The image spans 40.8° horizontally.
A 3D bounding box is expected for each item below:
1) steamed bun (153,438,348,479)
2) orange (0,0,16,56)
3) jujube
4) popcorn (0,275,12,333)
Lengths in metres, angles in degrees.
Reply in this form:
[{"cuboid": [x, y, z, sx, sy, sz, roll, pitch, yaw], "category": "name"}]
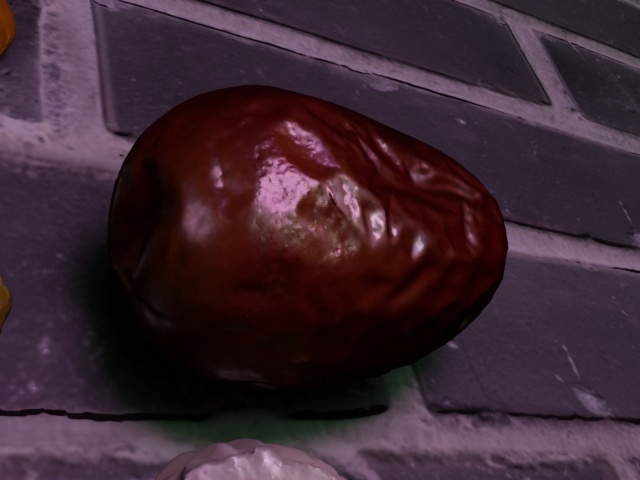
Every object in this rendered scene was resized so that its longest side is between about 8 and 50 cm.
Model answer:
[{"cuboid": [-0.045, 0.204, 0.489, 0.183, 0.106, 0.182, 18, 44, -18], "category": "steamed bun"}, {"cuboid": [-0.291, -0.186, 0.704, 0.086, 0.062, 0.086, 24, 39, -21], "category": "orange"}, {"cuboid": [0.000, 0.000, 0.645, 0.318, 0.223, 0.223, 2, 52, -42], "category": "jujube"}, {"cuboid": [-0.284, -0.001, 0.435, 0.250, 0.190, 0.250, 17, 41, -15], "category": "popcorn"}]
